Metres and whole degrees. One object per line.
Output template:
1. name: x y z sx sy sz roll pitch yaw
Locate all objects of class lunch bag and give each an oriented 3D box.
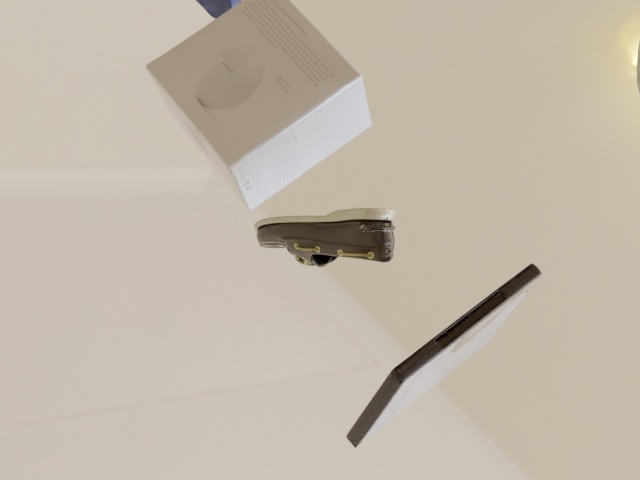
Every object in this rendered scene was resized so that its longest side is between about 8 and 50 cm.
1. lunch bag: -0.160 -0.405 1.897 0.098 0.067 0.065 45 -124 -15

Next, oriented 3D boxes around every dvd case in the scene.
1. dvd case: 0.147 0.136 1.420 0.253 0.180 0.022 -33 -108 -33

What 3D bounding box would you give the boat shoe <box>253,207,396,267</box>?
1. boat shoe: 0.000 0.000 1.519 0.228 0.068 0.081 -5 176 44

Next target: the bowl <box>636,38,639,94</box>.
1. bowl: 0.586 -0.278 1.876 0.156 0.289 0.289 1 -152 1

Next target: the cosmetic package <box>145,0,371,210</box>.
1. cosmetic package: -0.085 -0.207 1.705 0.224 0.225 0.138 51 172 26
